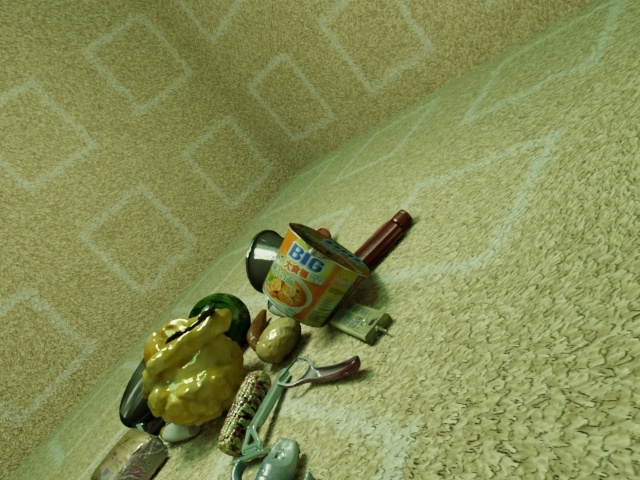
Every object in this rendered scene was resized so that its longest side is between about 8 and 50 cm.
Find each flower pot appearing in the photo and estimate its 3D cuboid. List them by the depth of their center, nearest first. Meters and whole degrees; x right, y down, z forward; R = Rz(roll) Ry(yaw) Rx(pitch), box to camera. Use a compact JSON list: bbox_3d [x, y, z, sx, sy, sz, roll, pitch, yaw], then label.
[{"bbox_3d":[-0.162,0.088,1.899,0.166,0.269,0.269,-1,38,34],"label":"flower pot"}]

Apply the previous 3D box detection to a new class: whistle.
[{"bbox_3d":[-0.110,0.506,0.902,0.180,0.093,0.269,-5,32,24],"label":"whistle"}]

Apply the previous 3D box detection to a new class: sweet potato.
[{"bbox_3d":[-0.226,0.337,1.667,0.078,0.058,0.255,-19,23,3],"label":"sweet potato"}]

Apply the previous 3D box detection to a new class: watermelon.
[{"bbox_3d":[-0.386,0.317,1.758,0.242,0.242,0.242,-37,17,13],"label":"watermelon"}]

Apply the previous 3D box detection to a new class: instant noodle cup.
[{"bbox_3d":[-0.024,0.109,1.381,0.214,0.296,0.296,-59,14,10],"label":"instant noodle cup"}]

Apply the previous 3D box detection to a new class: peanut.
[{"bbox_3d":[-0.131,0.307,1.423,0.159,0.109,0.141,-40,-16,-37],"label":"peanut"}]

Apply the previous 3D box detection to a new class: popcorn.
[{"bbox_3d":[-0.381,0.366,1.419,0.349,0.348,0.382,-86,10,-67],"label":"popcorn"}]

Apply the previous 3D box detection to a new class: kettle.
[{"bbox_3d":[-0.639,0.600,1.761,0.271,0.250,0.207,-52,-13,-9],"label":"kettle"}]

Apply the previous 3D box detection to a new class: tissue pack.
[{"bbox_3d":[-0.618,0.714,1.472,0.256,0.123,0.215,-18,26,52],"label":"tissue pack"}]

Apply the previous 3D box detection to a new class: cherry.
[{"bbox_3d":[-0.001,0.006,1.954,0.106,0.087,0.126,-33,37,22],"label":"cherry"}]

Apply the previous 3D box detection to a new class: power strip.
[{"bbox_3d":[0.111,0.218,1.236,0.092,0.034,0.268,-46,17,-15],"label":"power strip"}]

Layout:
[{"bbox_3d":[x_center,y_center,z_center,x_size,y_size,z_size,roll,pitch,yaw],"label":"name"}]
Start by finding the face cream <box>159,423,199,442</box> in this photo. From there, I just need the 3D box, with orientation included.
[{"bbox_3d":[-0.452,0.610,1.482,0.182,0.051,0.072,-26,17,39],"label":"face cream"}]

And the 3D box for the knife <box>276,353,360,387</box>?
[{"bbox_3d":[0.012,0.322,1.165,0.277,0.053,0.123,-23,20,46],"label":"knife"}]

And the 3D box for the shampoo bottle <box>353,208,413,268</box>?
[{"bbox_3d":[0.199,0.004,1.534,0.260,0.064,0.102,-45,19,-11],"label":"shampoo bottle"}]

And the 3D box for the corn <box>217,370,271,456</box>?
[{"bbox_3d":[-0.204,0.463,1.241,0.086,0.086,0.253,-31,21,32],"label":"corn"}]

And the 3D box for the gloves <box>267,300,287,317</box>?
[{"bbox_3d":[-0.101,0.201,1.650,0.212,0.111,0.128,-38,10,40],"label":"gloves"}]

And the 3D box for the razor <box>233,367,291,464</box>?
[{"bbox_3d":[-0.139,0.439,1.199,0.111,0.056,0.278,-33,18,30],"label":"razor"}]
